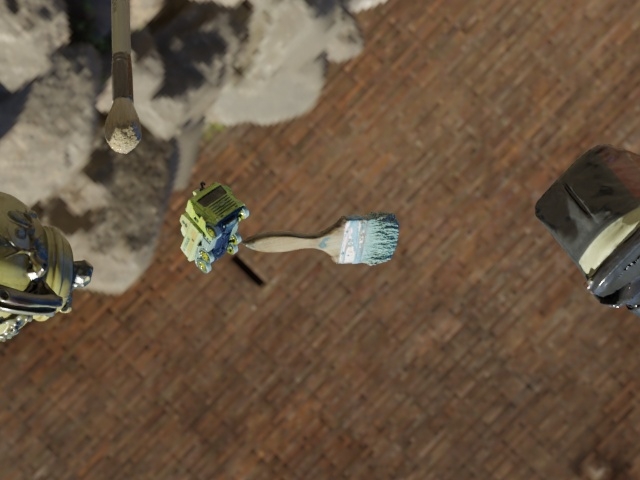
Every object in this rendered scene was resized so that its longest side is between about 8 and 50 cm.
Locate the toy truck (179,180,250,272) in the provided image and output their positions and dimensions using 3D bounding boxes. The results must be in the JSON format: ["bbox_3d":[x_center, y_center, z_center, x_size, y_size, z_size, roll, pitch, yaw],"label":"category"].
[{"bbox_3d":[-0.183,-0.027,2.148,0.077,0.100,0.169,-37,164,-29],"label":"toy truck"}]

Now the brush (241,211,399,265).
[{"bbox_3d":[0.000,0.000,1.551,0.021,0.196,0.070,-124,-141,-53],"label":"brush"}]

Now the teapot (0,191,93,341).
[{"bbox_3d":[-0.347,0.037,1.512,0.269,0.182,0.173,29,-72,61],"label":"teapot"}]

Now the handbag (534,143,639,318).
[{"bbox_3d":[0.426,-0.010,1.765,0.181,0.181,0.254,-46,145,21],"label":"handbag"}]

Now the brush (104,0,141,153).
[{"bbox_3d":[-0.233,-0.226,1.576,0.039,0.042,0.299,88,-2,-57],"label":"brush"}]
